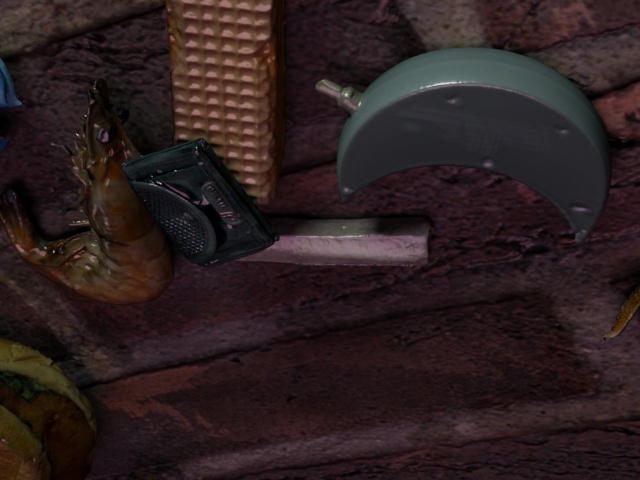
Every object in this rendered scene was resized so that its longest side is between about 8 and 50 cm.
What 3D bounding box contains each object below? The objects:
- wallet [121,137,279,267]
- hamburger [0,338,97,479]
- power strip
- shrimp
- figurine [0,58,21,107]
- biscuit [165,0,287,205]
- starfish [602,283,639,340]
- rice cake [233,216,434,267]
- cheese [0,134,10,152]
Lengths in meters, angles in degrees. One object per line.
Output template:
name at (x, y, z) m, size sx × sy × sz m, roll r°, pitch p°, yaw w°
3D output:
wallet at (-0.103, -0.027, 1.149) m, size 0.088 × 0.026 × 0.129 m, roll -15°, pitch 132°, yaw 26°
hamburger at (-0.346, 0.215, 1.456) m, size 0.211 × 0.132 × 0.309 m, roll 18°, pitch 137°, yaw -7°
power strip at (0.116, -0.082, 1.105) m, size 0.253 × 0.054 × 0.167 m, roll 12°, pitch 134°, yaw 0°
shrimp at (-0.223, -0.039, 1.229) m, size 0.169 × 0.058 × 0.296 m, roll 7°, pitch 140°, yaw 9°
figurine at (-0.299, -0.131, 1.130) m, size 0.114 × 0.079 × 0.114 m, roll 18°, pitch 160°, yaw 7°
biscuit at (-0.071, -0.180, 1.044) m, size 0.094 × 0.054 × 0.379 m, roll 7°, pitch 136°, yaw 6°
starfish at (0.292, 0.052, 1.207) m, size 0.133 × 0.041 × 0.130 m, roll -16°, pitch 172°, yaw -30°
rice cake at (0.000, 0.000, 1.229) m, size 0.206 × 0.036 × 0.047 m, roll 0°, pitch 123°, yaw 13°
cheese at (-0.401, -0.099, 1.170) m, size 0.244 × 0.052 × 0.135 m, roll 17°, pitch 156°, yaw -28°
